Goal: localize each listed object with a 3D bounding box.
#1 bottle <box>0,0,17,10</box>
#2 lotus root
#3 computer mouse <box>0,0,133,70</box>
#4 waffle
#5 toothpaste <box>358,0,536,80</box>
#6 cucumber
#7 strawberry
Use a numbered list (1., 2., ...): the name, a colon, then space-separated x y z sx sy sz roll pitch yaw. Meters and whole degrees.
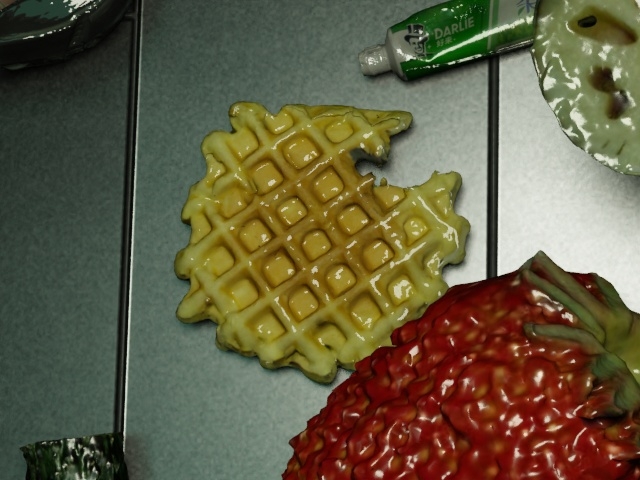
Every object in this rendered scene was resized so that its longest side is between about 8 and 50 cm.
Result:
1. bottle: -0.265 -0.254 1.734 0.140 0.053 0.053 -39 75 2
2. lotus root: 0.261 -0.139 1.363 0.204 0.078 0.183 3 96 22
3. computer mouse: -0.240 -0.195 1.694 0.192 0.106 0.062 -31 88 -2
4. waffle: 0.000 -0.001 1.637 0.261 0.056 0.250 8 82 11
5. toothpaste: 0.153 -0.192 1.646 0.248 0.047 0.078 -16 79 6
6. cucumber: -0.194 0.345 1.597 0.096 0.096 0.359 -10 80 10
7. strawberry: 0.137 0.185 1.497 0.343 0.292 0.292 -36 74 28
